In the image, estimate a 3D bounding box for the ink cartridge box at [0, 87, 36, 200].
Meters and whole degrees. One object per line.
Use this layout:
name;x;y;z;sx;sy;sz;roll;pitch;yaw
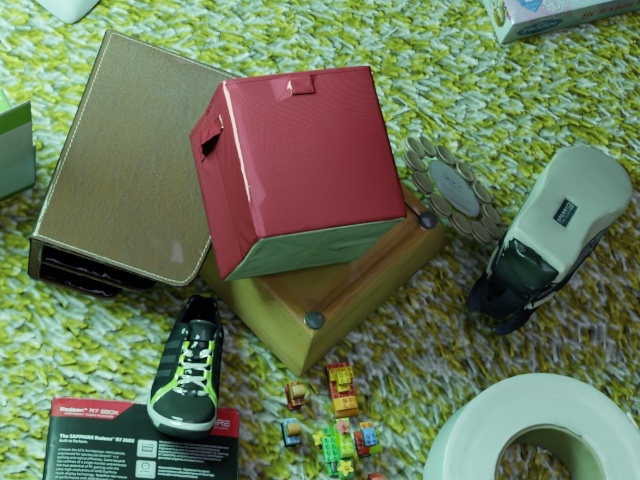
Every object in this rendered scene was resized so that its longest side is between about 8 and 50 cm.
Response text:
ink cartridge box;-0.448;-0.114;1.583;0.188;0.255;0.097;-27;77;-20

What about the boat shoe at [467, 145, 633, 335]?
boat shoe;0.306;-0.004;1.786;0.127;0.158;0.340;41;39;10

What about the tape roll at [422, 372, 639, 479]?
tape roll;0.278;0.315;1.662;0.286;0.100;0.286;4;69;-10

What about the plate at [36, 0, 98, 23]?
plate;-0.367;-0.481;1.851;0.278;0.045;0.277;39;67;3

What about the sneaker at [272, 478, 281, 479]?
sneaker;-0.030;0.375;1.594;0.077;0.072;0.178;-43;65;11

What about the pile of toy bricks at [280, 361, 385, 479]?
pile of toy bricks;0.023;0.251;1.629;0.118;0.105;0.212;-8;72;-14

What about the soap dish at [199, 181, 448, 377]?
soap dish;0.000;0.000;1.710;0.291;0.118;0.229;-41;82;-23

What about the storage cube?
storage cube;-0.029;-0.078;1.556;0.215;0.183;0.193;-8;75;-21

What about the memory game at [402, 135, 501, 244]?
memory game;0.178;-0.068;1.769;0.186;0.012;0.186;35;29;-23

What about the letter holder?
letter holder;-0.223;-0.080;1.677;0.214;0.152;0.302;18;67;-7

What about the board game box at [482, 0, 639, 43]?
board game box;0.363;-0.482;1.991;0.318;0.066;0.319;-16;74;-17

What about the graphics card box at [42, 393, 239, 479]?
graphics card box;-0.210;0.360;1.490;0.232;0.094;0.371;6;48;-11

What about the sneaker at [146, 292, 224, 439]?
sneaker;-0.160;0.142;1.580;0.084;0.097;0.235;8;30;-7
